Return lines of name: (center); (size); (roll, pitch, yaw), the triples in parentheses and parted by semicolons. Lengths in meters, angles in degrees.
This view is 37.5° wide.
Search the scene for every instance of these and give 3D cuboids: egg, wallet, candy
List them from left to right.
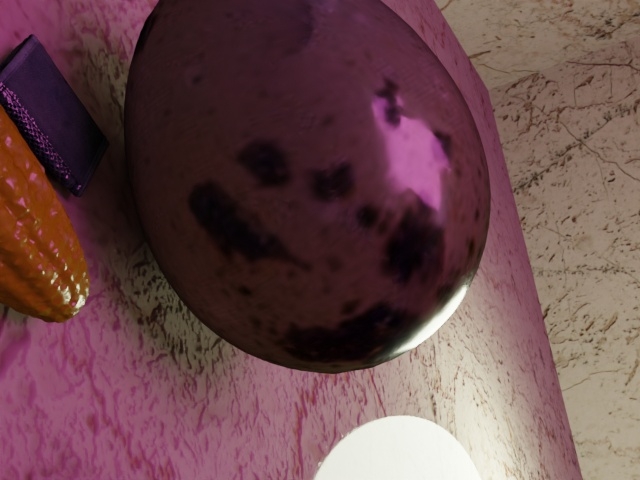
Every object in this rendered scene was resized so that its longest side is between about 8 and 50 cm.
candy: (-0.235, -0.013, 0.693); (0.106, 0.094, 0.199); (-86, 157, -48)
wallet: (-0.242, -0.108, 0.841); (0.129, 0.026, 0.088); (59, 28, -33)
egg: (-0.021, -0.075, 0.940); (0.428, 0.345, 0.345); (56, 22, -4)
